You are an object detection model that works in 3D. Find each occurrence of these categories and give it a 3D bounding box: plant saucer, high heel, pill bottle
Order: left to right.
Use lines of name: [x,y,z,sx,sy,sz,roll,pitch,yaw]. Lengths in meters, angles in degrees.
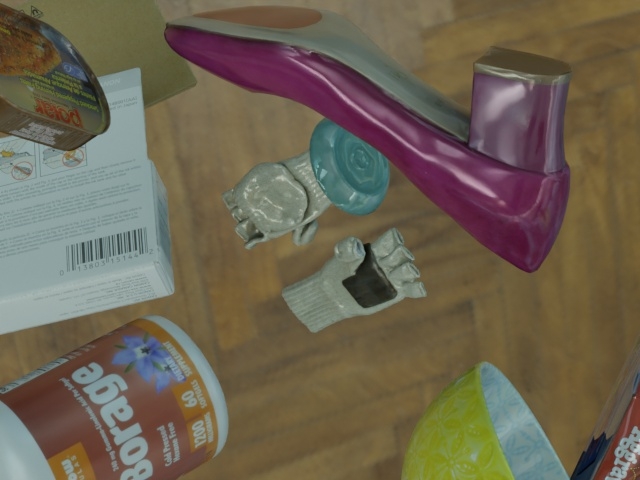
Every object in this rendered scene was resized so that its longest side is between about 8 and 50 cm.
pill bottle: [-0.183,0.149,1.067,0.216,0.121,0.121,-28,118,-32]
high heel: [0.028,-0.090,1.263,0.127,0.377,0.181,-32,132,-54]
plant saucer: [0.039,-0.088,1.656,0.119,0.021,0.119,18,63,-39]

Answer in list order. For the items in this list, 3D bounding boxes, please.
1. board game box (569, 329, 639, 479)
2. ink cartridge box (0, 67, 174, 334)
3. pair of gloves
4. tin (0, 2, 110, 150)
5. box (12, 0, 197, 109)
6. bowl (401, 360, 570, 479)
board game box: [0.170,0.148,0.902,0.027,0.145,0.281,21,131,8]
ink cartridge box: [-0.308,-0.032,1.540,0.296,0.261,0.066,-13,144,5]
pair of gloves: [0.000,0.000,1.810,0.240,0.204,0.042,57,34,-18]
tin: [-0.226,-0.124,1.116,0.040,0.106,0.190,-35,160,16]
box: [-0.262,-0.204,1.653,0.201,0.021,0.164,-28,91,-17]
bowl: [0.152,0.275,1.386,0.156,0.289,0.289,-29,120,12]
